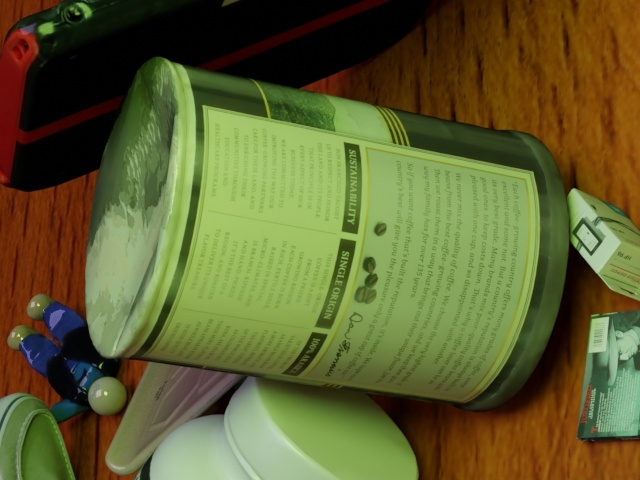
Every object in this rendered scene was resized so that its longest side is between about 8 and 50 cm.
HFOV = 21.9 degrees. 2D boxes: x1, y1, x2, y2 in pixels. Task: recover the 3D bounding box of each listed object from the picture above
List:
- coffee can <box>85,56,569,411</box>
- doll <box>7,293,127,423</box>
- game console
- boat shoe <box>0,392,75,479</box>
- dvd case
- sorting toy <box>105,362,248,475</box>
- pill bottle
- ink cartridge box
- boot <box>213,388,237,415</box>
[{"bbox_3d":[0.000,0.000,1.122,0.201,0.275,0.201,-170,90,-68],"label":"coffee can"},{"bbox_3d":[-0.243,0.124,1.625,0.189,0.046,0.129,31,89,48],"label":"doll"},{"bbox_3d":[-0.063,-0.161,1.219,0.060,0.386,0.342,63,161,8],"label":"game console"},{"bbox_3d":[-0.251,0.282,1.525,0.094,0.109,0.302,-22,66,32],"label":"boat shoe"},{"bbox_3d":[0.216,0.084,1.057,0.119,0.013,0.087,-12,64,49],"label":"dvd case"},{"bbox_3d":[-0.072,0.084,1.317,0.208,0.038,0.193,-38,18,30],"label":"sorting toy"},{"bbox_3d":[-0.079,0.252,1.216,0.334,0.188,0.188,-54,38,21],"label":"pill bottle"},{"bbox_3d":[0.195,0.005,1.094,0.028,0.048,0.083,-56,37,20],"label":"ink cartridge box"},{"bbox_3d":[-0.106,0.150,1.391,0.158,0.059,0.084,-5,38,53],"label":"boot"}]
